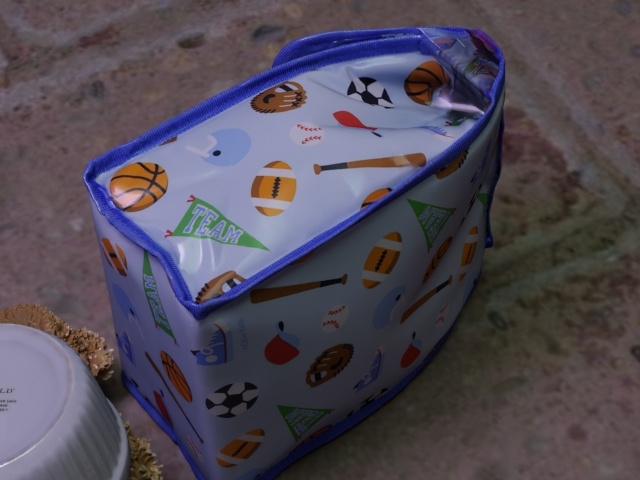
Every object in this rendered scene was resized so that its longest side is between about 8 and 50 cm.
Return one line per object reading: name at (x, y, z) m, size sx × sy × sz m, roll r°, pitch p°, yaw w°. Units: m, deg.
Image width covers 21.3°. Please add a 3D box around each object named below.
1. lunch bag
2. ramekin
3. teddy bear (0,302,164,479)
lunch bag at (0.000, 0.000, 1.554) m, size 0.385 × 0.328 × 0.239 m, roll -30°, pitch 58°, yaw -19°
ramekin at (-0.267, 0.163, 1.393) m, size 0.207 × 0.109 × 0.207 m, roll -6°, pitch 44°, yaw 5°
teddy bear at (-0.262, 0.207, 1.505) m, size 0.245 × 0.113 × 0.338 m, roll -22°, pitch 44°, yaw -15°
